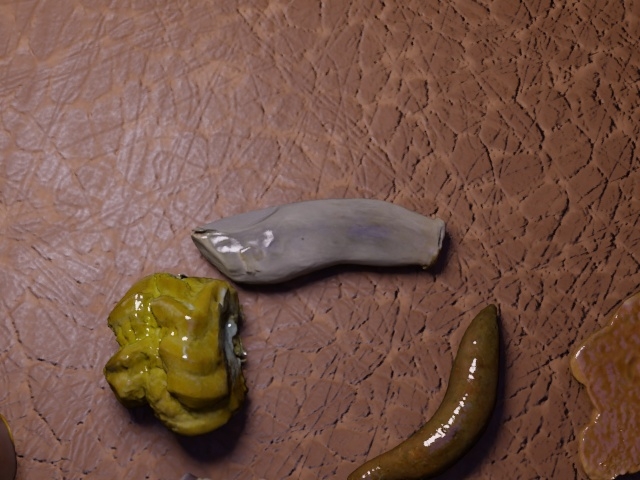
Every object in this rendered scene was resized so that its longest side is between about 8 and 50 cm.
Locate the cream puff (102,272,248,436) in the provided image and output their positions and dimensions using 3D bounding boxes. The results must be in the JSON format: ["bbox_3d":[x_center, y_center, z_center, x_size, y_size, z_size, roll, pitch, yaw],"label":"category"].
[{"bbox_3d":[-0.194,0.149,1.824,0.194,0.195,0.221,-6,76,-5],"label":"cream puff"}]

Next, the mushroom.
[{"bbox_3d":[0.001,-0.002,1.902,0.351,0.097,0.109,-5,78,-8],"label":"mushroom"}]

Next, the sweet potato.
[{"bbox_3d":[0.162,0.246,1.882,0.108,0.079,0.346,36,79,31],"label":"sweet potato"}]

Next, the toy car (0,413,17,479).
[{"bbox_3d":[-0.484,0.344,1.725,0.271,0.240,0.341,-17,86,19],"label":"toy car"}]

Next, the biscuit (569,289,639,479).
[{"bbox_3d":[0.495,0.193,1.925,0.376,0.051,0.269,-41,88,-9],"label":"biscuit"}]

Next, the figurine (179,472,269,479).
[{"bbox_3d":[-0.016,0.418,1.785,0.380,0.203,0.248,17,66,12],"label":"figurine"}]
